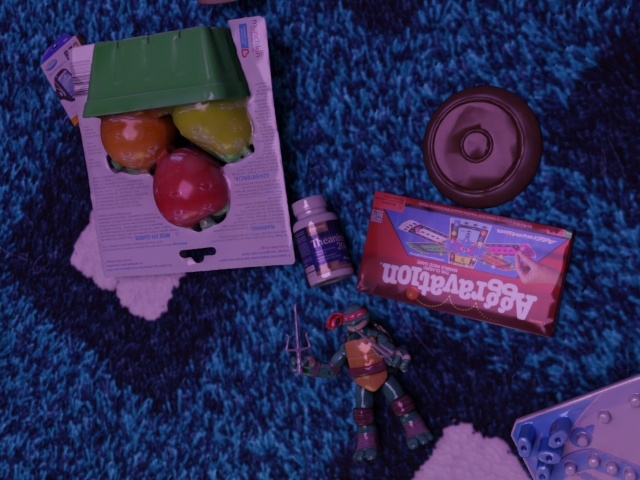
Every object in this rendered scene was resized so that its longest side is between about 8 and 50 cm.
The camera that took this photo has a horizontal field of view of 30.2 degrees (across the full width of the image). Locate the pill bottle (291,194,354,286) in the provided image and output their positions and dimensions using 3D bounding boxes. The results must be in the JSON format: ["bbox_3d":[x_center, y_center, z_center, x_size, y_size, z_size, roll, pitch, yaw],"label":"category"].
[{"bbox_3d":[0.000,0.000,1.666,0.067,0.067,0.120,-21,81,21],"label":"pill bottle"}]

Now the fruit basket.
[{"bbox_3d":[-0.199,-0.130,1.733,0.327,0.165,0.353,-6,102,23],"label":"fruit basket"}]

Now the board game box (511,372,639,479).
[{"bbox_3d":[0.477,0.325,1.391,0.390,0.050,0.390,-25,98,21],"label":"board game box"}]

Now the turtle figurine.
[{"bbox_3d":[0.063,0.173,1.608,0.175,0.118,0.234,-17,97,36],"label":"turtle figurine"}]

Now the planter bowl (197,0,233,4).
[{"bbox_3d":[-0.141,-0.403,1.704,0.162,0.162,0.109,2,115,23],"label":"planter bowl"}]

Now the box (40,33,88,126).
[{"bbox_3d":[-0.382,-0.255,1.860,0.081,0.028,0.136,-36,73,18],"label":"box"}]

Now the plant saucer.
[{"bbox_3d":[0.214,-0.127,1.600,0.168,0.029,0.168,-1,87,23],"label":"plant saucer"}]

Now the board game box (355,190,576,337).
[{"bbox_3d":[0.192,0.029,1.605,0.281,0.027,0.145,12,94,23],"label":"board game box"}]
